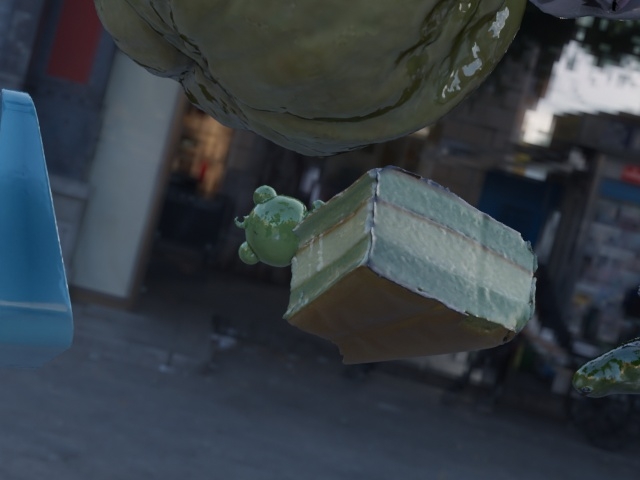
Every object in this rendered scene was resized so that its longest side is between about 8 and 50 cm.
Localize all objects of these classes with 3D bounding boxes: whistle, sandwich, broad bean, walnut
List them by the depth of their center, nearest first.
[{"bbox_3d":[0.004,-0.192,0.913,0.253,0.277,0.282,37,-28,21],"label":"walnut"},{"bbox_3d":[0.318,0.075,1.346,0.144,0.049,0.292,-9,13,27],"label":"broad bean"},{"bbox_3d":[0.095,0.050,1.761,0.227,0.155,0.198,25,-37,-23],"label":"sandwich"},{"bbox_3d":[0.000,0.000,1.989,0.227,0.105,0.085,14,5,0],"label":"whistle"}]

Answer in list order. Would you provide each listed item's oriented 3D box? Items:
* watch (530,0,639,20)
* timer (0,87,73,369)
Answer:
[{"bbox_3d":[0.233,-0.271,1.058,0.211,0.248,0.217,35,-1,8],"label":"watch"},{"bbox_3d":[-0.304,-0.007,1.523,0.091,0.249,0.232,4,-12,-20],"label":"timer"}]
